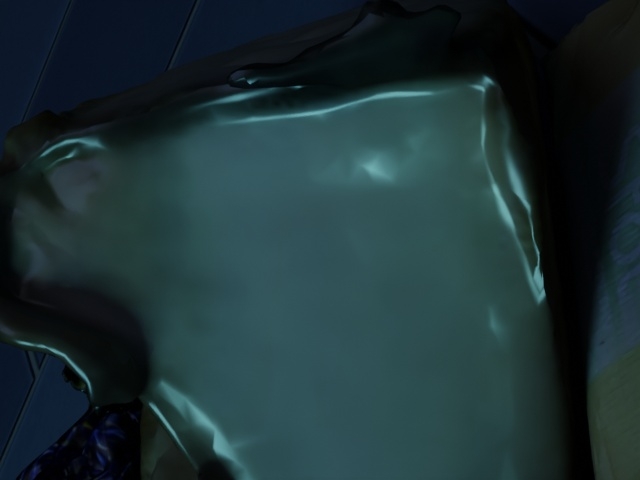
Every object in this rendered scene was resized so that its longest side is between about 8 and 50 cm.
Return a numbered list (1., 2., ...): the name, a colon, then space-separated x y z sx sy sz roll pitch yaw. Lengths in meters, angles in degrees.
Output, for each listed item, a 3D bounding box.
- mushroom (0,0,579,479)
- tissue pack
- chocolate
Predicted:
1. mushroom: 0.013 0.035 0.764 0.397 0.224 0.314 -73 -32 -74
2. tissue pack: 0.164 -0.020 0.584 0.186 0.090 0.222 -42 40 45
3. chocolate: -0.138 0.088 1.111 0.148 0.126 0.343 79 -166 -53
